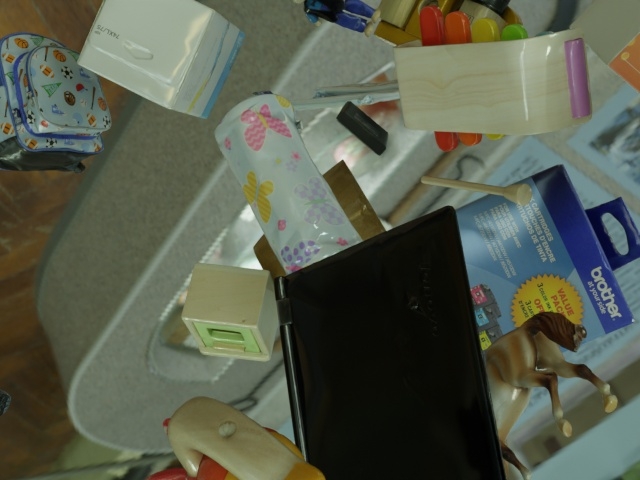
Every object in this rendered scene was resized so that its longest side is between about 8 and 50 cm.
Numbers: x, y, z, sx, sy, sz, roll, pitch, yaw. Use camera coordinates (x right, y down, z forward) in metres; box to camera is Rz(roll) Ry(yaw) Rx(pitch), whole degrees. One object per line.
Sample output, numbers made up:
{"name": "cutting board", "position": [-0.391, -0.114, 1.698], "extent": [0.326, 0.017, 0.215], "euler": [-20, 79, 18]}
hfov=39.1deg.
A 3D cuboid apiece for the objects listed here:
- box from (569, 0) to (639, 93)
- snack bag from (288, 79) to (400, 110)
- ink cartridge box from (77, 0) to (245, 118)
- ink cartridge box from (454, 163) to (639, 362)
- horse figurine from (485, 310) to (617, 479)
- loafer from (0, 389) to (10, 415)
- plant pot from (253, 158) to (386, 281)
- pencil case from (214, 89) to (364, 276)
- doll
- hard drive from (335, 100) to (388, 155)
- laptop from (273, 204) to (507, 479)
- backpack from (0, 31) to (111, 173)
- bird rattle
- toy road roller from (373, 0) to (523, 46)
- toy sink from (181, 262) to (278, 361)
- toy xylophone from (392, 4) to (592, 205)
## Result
{"name": "box", "position": [0.686, -0.443, 1.690], "extent": [0.215, 0.168, 0.345], "euler": [27, 117, -32]}
{"name": "snack bag", "position": [0.099, -0.315, 1.908], "extent": [0.342, 0.037, 0.323], "euler": [-18, -165, -41]}
{"name": "ink cartridge box", "position": [-0.293, -0.367, 1.720], "extent": [0.197, 0.198, 0.270], "euler": [-64, 176, 7]}
{"name": "ink cartridge box", "position": [0.298, 0.059, 1.408], "extent": [0.395, 0.270, 0.151], "euler": [-24, 175, 1]}
{"name": "horse figurine", "position": [0.202, 0.170, 0.942], "extent": [0.066, 0.174, 0.263], "euler": [9, 119, -30]}
{"name": "loafer", "position": [-0.685, 0.305, 1.688], "extent": [0.223, 0.078, 0.076], "euler": [4, 110, -56]}
{"name": "plant pot", "position": [0.000, 0.000, 1.850], "extent": [0.254, 0.237, 0.237], "euler": [-31, 151, 2]}
{"name": "pencil case", "position": [-0.041, -0.069, 1.238], "extent": [0.124, 0.273, 0.113], "euler": [-12, 158, -42]}
{"name": "doll", "position": [0.027, -0.486, 1.857], "extent": [0.189, 0.046, 0.129], "euler": [16, 137, -14]}
{"name": "hard drive", "position": [0.072, -0.190, 1.510], "extent": [0.022, 0.094, 0.135], "euler": [-49, -174, 16]}
{"name": "laptop", "position": [0.097, 0.212, 0.999], "extent": [0.236, 0.382, 0.408], "euler": [-12, 165, 14]}
{"name": "backpack", "position": [-0.567, -0.283, 1.807], "extent": [0.213, 0.263, 0.276], "euler": [-29, 168, 25]}
{"name": "bird rattle", "position": [-0.042, 0.188, 0.679], "extent": [0.143, 0.253, 0.207], "euler": [-36, 138, -22]}
{"name": "toy road roller", "position": [0.310, -0.488, 2.059], "extent": [0.240, 0.329, 0.202], "euler": [15, 105, -52]}
{"name": "toy sink", "position": [-0.169, 0.159, 1.813], "extent": [0.152, 0.131, 0.234], "euler": [6, 154, 9]}
{"name": "toy xylophone", "position": [0.207, -0.180, 1.191], "extent": [0.081, 0.322, 0.236], "euler": [-20, 117, -31]}
